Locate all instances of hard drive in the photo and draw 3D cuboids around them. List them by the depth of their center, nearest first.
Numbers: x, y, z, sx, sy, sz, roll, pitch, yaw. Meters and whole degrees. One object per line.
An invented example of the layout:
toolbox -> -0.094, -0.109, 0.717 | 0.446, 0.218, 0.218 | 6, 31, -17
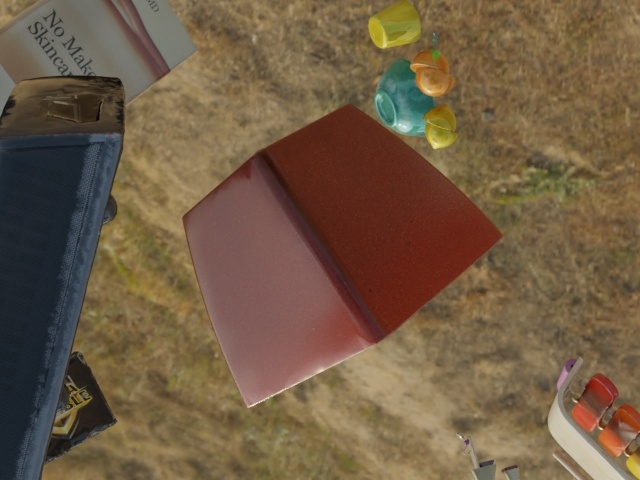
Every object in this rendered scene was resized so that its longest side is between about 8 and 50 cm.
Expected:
hard drive -> -0.138, 0.000, 0.467 | 0.054, 0.255, 0.172 | 13, 100, -16

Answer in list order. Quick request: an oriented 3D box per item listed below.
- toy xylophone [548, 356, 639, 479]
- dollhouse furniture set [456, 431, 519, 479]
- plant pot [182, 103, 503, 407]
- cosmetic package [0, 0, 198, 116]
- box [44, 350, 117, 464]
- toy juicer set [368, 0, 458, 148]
toy xylophone -> 0.423, 0.312, 1.299 | 0.323, 0.081, 0.236 | 48, 168, 15
dollhouse furniture set -> 0.220, 0.282, 1.258 | 0.091, 0.081, 0.114 | -12, 159, -6
plant pot -> 0.000, 0.000, 1.115 | 0.267, 0.267, 0.236 | -33, 91, 46
cosmetic package -> -0.308, -0.189, 1.084 | 0.153, 0.296, 0.129 | 55, 157, -21
box -> -0.345, 0.202, 0.733 | 0.295, 0.293, 0.073 | -25, 93, 51
toy juicer set -> 0.161, -0.206, 1.534 | 0.209, 0.089, 0.329 | 50, 154, 35
